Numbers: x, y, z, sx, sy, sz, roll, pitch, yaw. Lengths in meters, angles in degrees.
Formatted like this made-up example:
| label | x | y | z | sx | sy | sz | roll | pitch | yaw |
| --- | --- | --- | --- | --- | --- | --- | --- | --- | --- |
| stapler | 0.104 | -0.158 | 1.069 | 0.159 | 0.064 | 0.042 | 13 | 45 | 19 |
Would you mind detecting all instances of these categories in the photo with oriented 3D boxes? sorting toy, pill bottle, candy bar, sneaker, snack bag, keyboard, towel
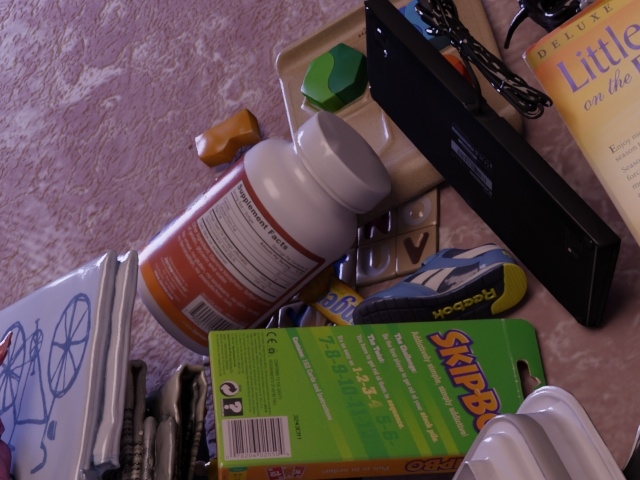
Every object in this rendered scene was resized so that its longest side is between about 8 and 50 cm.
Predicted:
| label | x | y | z | sx | sy | sz | roll | pitch | yaw |
| --- | --- | --- | --- | --- | --- | --- | --- | --- | --- |
| sorting toy | 0.021 | -0.115 | 1.608 | 0.307 | 0.041 | 0.229 | -29 | 48 | 17 |
| pill bottle | -0.048 | -0.008 | 1.511 | 0.216 | 0.121 | 0.121 | -41 | 45 | 20 |
| candy bar | 0.042 | 0.073 | 1.489 | 0.040 | 0.018 | 0.161 | -52 | 50 | -1 |
| sneaker | 0.095 | 0.043 | 1.446 | 0.144 | 0.053 | 0.059 | -17 | 34 | 4 |
| snack bag | -0.241 | 0.197 | 1.480 | 0.323 | 0.037 | 0.342 | -24 | 56 | 58 |
| keyboard | 0.130 | -0.091 | 1.397 | 0.033 | 0.201 | 0.317 | -29 | 56 | -18 |
| towel | -0.199 | 0.275 | 1.429 | 0.324 | 0.056 | 0.312 | -35 | 41 | 48 |

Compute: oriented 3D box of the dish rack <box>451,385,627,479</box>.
| label | x | y | z | sx | sy | sz | roll | pitch | yaw |
| --- | --- | --- | --- | --- | --- | --- | --- | --- | --- |
| dish rack | 0.116 | 0.291 | 1.138 | 0.285 | 0.072 | 0.333 | 64 | 143 | 41 |

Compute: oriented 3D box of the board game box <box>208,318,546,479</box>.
| label | x | y | z | sx | sy | sz | roll | pitch | yaw |
| --- | --- | --- | --- | --- | --- | --- | --- | --- | --- |
| board game box | 0.047 | 0.122 | 1.372 | 0.259 | 0.039 | 0.124 | -4 | 53 | -5 |

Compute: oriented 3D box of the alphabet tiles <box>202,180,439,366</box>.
| label | x | y | z | sx | sy | sz | roll | pitch | yaw |
| --- | --- | --- | --- | --- | --- | --- | --- | --- | --- |
| alphabet tiles | 0.000 | 0.000 | 1.583 | 0.237 | 0.009 | 0.198 | -16 | 53 | 27 |

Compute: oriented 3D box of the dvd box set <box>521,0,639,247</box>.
| label | x | y | z | sx | sy | sz | roll | pitch | yaw |
| --- | --- | --- | --- | --- | --- | --- | --- | --- | --- |
| dvd box set | 0.367 | -0.052 | 1.245 | 0.307 | 0.062 | 0.420 | -35 | 62 | 13 |

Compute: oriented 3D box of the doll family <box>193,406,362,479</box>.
| label | x | y | z | sx | sy | sz | roll | pitch | yaw |
| --- | --- | --- | --- | --- | --- | --- | --- | --- | --- |
| doll family | -0.086 | 0.190 | 1.441 | 0.263 | 0.118 | 0.163 | -32 | 45 | 16 |

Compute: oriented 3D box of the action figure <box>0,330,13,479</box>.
| label | x | y | z | sx | sy | sz | roll | pitch | yaw |
| --- | --- | --- | --- | --- | --- | --- | --- | --- | --- |
| action figure | -0.337 | 0.236 | 1.480 | 0.248 | 0.276 | 0.370 | 31 | 94 | 16 |

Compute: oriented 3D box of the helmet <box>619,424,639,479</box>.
| label | x | y | z | sx | sy | sz | roll | pitch | yaw |
| --- | --- | --- | --- | --- | --- | --- | --- | --- | --- |
| helmet | 0.260 | 0.168 | 1.107 | 0.161 | 0.169 | 0.169 | 120 | 154 | -51 |

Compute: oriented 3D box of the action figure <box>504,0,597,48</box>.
| label | x | y | z | sx | sy | sz | roll | pitch | yaw |
| --- | --- | --- | --- | --- | --- | --- | --- | --- | --- |
| action figure | 0.255 | -0.230 | 1.462 | 0.276 | 0.141 | 0.164 | -13 | 66 | 27 |
